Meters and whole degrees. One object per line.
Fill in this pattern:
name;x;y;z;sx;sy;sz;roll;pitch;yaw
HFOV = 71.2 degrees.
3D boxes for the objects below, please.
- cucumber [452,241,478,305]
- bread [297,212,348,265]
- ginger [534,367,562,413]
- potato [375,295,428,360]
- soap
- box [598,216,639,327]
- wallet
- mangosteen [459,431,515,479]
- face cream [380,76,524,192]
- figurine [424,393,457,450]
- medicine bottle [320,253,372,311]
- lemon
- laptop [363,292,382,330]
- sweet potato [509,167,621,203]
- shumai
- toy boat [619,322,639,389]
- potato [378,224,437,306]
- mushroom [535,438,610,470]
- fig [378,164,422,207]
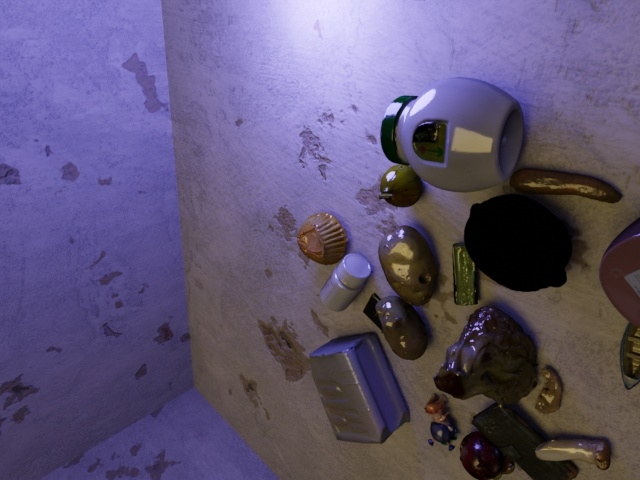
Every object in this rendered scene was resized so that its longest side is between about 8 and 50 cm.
cucumber;0.478;0.109;1.485;0.077;0.062;0.212;-4;102;13
bread;0.001;-0.001;1.880;0.239;0.139;0.240;25;126;42
ginger;0.721;0.478;1.406;0.069;0.051;0.174;15;114;36
potato;0.308;0.326;1.690;0.164;0.165;0.263;-24;102;50
soap;0.151;0.647;1.977;0.350;0.212;0.436;-18;94;51
box;0.782;0.057;0.962;0.301;0.216;0.301;37;137;44
wallet;0.682;0.691;1.511;0.317;0.044;0.169;42;133;10
mangosteen;0.595;0.784;1.612;0.180;0.166;0.166;28;132;1
face cream;0.371;-0.299;1.275;0.356;0.219;0.313;21;124;44
figurine;0.464;0.713;1.751;0.111;0.102;0.195;-18;95;53
medicine bottle;0.102;0.177;1.853;0.145;0.144;0.252;50;140;18
lemon;0.539;0.010;1.225;0.320;0.245;0.245;43;135;12
laptop;0.262;0.325;1.849;0.197;0.016;0.135;44;136;24
sweet potato;0.637;-0.148;1.180;0.273;0.075;0.076;15;119;38
shumai;0.519;0.395;1.400;0.216;0.283;0.347;5;111;47
toy boat;0.842;0.294;1.184;0.080;0.045;0.229;16;120;41
potato;0.312;0.091;1.589;0.191;0.141;0.297;-13;98;33
mushroom;0.779;0.655;1.383;0.209;0.071;0.085;-15;104;37
fig;0.255;-0.166;1.494;0.148;0.186;0.142;43;152;35
